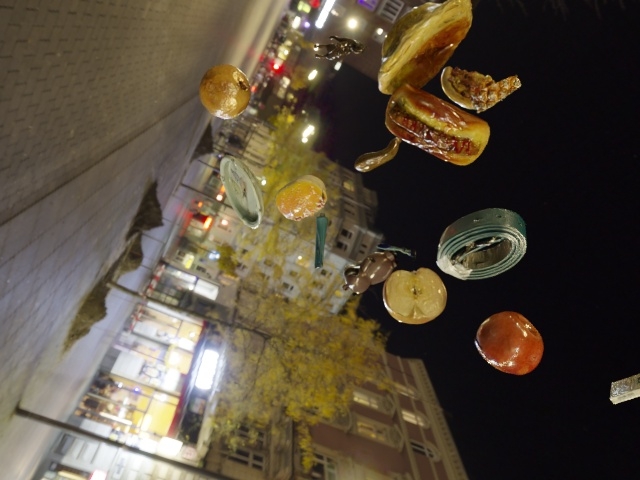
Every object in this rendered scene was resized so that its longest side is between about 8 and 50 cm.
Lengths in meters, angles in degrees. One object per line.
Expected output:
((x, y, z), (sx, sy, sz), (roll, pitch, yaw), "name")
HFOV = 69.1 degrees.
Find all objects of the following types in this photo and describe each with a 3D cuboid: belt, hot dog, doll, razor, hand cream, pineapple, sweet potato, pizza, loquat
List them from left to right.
((-0.410, -0.638, 1.999), (0.193, 0.238, 0.238), (-43, 179, -36), "loquat")
((0.000, 0.000, 1.867), (0.083, 0.048, 0.224), (163, -67, -67), "hand cream")
((0.080, -0.687, 1.666), (0.139, 0.165, 0.057), (-43, 142, -35), "doll")
((0.196, 0.126, 1.886), (0.257, 0.182, 0.117), (-28, -132, -2), "doll")
((0.249, -0.356, 1.955), (0.233, 0.081, 0.062), (-30, 153, -1), "sweet potato")
((0.282, 0.034, 1.713), (0.028, 0.155, 0.044), (120, -18, -58), "razor")
((0.418, -0.428, 1.725), (0.223, 0.405, 0.185), (-36, 153, -62), "hot dog")
((0.667, -0.699, 2.075), (0.081, 0.229, 0.289), (84, -7, -52), "pizza")
((0.780, 0.027, 2.263), (0.437, 0.300, 0.173), (-28, -157, 39), "belt")
((0.635, -0.544, 1.760), (0.135, 0.079, 0.233), (-32, -177, -11), "pineapple")

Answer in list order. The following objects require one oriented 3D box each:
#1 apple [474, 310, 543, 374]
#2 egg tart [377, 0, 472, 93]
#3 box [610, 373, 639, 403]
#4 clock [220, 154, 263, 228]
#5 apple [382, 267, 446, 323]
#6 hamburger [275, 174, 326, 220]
((0.749, 0.398, 1.834), (0.251, 0.272, 0.206), (42, -70, 35), "apple")
((0.373, -0.748, 1.759), (0.443, 0.178, 0.443), (-36, 168, -9), "egg tart")
((0.897, 0.400, 1.297), (0.167, 0.024, 0.090), (-40, 170, 36), "box")
((-0.227, -0.152, 1.407), (0.053, 0.236, 0.236), (-29, 178, -26), "clock")
((0.425, 0.269, 2.197), (0.163, 0.293, 0.251), (112, -18, -62), "apple")
((-0.104, -0.231, 2.541), (0.295, 0.227, 0.151), (-25, -145, 38), "hamburger")
